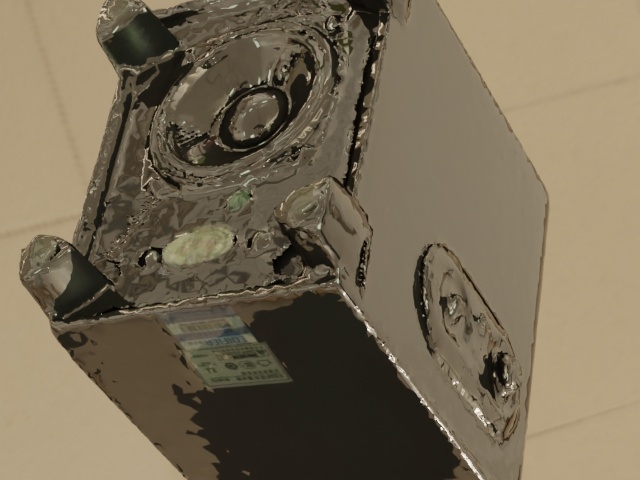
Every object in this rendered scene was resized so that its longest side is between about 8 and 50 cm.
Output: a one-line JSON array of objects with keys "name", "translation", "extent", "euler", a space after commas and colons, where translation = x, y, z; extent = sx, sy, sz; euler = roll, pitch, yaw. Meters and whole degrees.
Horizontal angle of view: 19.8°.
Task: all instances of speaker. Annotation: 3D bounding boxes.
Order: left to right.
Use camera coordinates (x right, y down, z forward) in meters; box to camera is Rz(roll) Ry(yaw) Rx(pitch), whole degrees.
[{"name": "speaker", "translation": [0.000, 0.000, 0.982], "extent": [0.254, 0.184, 0.232], "euler": [54, 35, -42]}]
